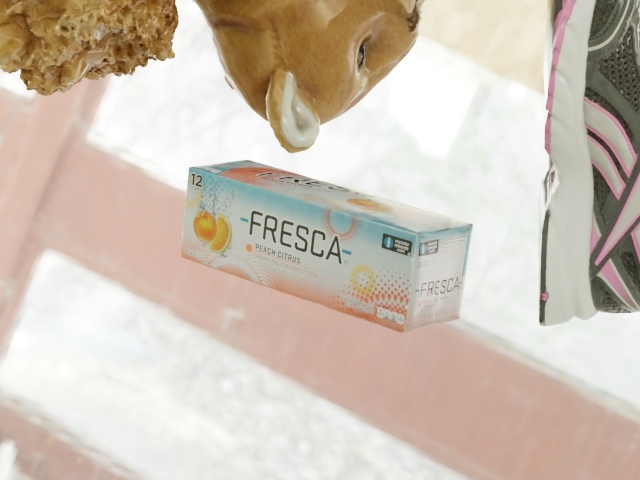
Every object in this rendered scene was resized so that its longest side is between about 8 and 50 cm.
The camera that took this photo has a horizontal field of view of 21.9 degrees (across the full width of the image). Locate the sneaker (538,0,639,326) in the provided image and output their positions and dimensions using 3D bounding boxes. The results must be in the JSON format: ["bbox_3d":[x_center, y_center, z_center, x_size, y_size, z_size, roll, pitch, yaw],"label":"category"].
[{"bbox_3d":[0.130,-0.045,0.683,0.077,0.178,0.072,0,38,6],"label":"sneaker"}]

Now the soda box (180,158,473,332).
[{"bbox_3d":[0.000,0.000,1.002,0.183,0.063,0.058,18,18,36],"label":"soda box"}]

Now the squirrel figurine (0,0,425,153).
[{"bbox_3d":[-0.096,-0.246,1.257,0.397,0.370,0.281,-19,30,-15],"label":"squirrel figurine"}]
